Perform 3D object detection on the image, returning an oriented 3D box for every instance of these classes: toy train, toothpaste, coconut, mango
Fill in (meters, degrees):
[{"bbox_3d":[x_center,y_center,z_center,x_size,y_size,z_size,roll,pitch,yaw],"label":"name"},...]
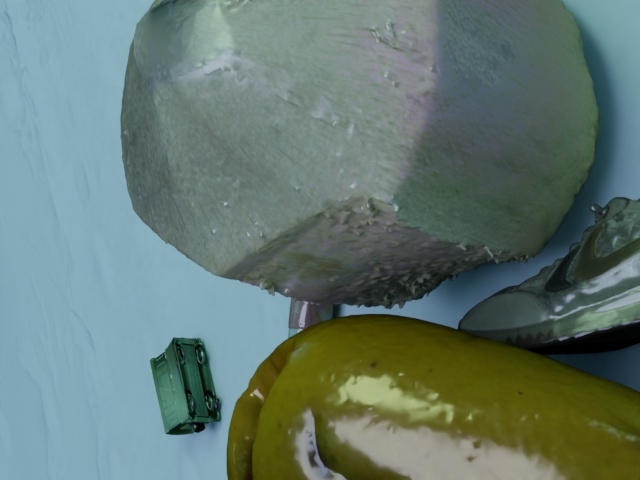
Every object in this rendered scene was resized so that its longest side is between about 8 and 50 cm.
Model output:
[{"bbox_3d":[-0.129,0.139,1.201,0.056,0.038,0.093,-36,60,39],"label":"toy train"},{"bbox_3d":[0.000,0.000,1.092,0.056,0.036,0.205,2,82,45],"label":"toothpaste"},{"bbox_3d":[0.009,-0.095,0.892,0.297,0.310,0.297,-12,73,46],"label":"coconut"},{"bbox_3d":[0.103,0.151,0.817,0.365,0.253,0.182,-5,55,38],"label":"mango"}]

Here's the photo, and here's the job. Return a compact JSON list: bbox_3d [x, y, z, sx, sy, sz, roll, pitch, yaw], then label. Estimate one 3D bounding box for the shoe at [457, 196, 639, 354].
[{"bbox_3d":[0.203,0.018,0.837,0.275,0.103,0.098,-20,69,36],"label":"shoe"}]
